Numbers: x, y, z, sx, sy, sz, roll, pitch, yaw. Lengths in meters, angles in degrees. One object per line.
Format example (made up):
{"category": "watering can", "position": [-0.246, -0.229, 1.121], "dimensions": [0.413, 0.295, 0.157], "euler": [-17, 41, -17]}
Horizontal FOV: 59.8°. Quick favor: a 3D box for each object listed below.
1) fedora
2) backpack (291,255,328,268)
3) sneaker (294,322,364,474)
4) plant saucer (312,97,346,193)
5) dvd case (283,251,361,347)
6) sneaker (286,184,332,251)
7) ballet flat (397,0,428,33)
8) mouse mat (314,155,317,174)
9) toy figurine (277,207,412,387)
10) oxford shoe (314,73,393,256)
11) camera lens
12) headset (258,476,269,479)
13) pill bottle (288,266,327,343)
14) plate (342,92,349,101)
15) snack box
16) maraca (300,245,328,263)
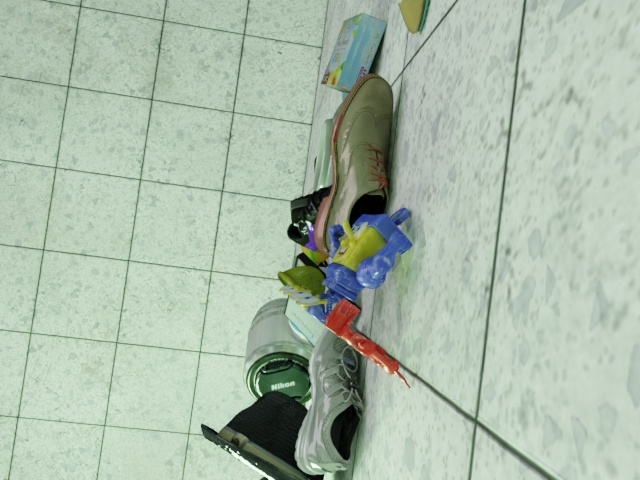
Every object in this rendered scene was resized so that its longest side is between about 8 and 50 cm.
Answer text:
{"category": "fedora", "position": [-0.079, 0.408, 1.138], "dimensions": [0.152, 0.334, 0.334], "euler": [-57, -4, -22]}
{"category": "backpack", "position": [-0.039, 0.123, 1.747], "dimensions": [0.182, 0.115, 0.152], "euler": [-85, 3, -46]}
{"category": "sneaker", "position": [0.043, 0.280, 1.010], "dimensions": [0.115, 0.105, 0.281], "euler": [-16, 56, 46]}
{"category": "plant saucer", "position": [0.045, -0.201, 1.441], "dimensions": [0.400, 0.100, 0.400], "euler": [-172, 90, -84]}
{"category": "dvd case", "position": [-0.005, 0.159, 1.242], "dimensions": [0.022, 0.180, 0.253], "euler": [-34, -24, -31]}
{"category": "sneaker", "position": [0.008, -0.066, 1.225], "dimensions": [0.293, 0.146, 0.102], "euler": [127, 154, -49]}
{"category": "ballet flat", "position": [0.148, -0.461, 0.908], "dimensions": [0.080, 0.073, 0.232], "euler": [-109, 27, -78]}
{"category": "mouse mat", "position": [0.018, -0.166, 1.628], "dimensions": [0.152, 0.007, 0.189], "euler": [-33, -50, -56]}
{"category": "toy figurine", "position": [0.073, 0.048, 0.864], "dimensions": [0.217, 0.191, 0.362], "euler": [-53, 10, -6]}
{"category": "oxford shoe", "position": [0.090, -0.126, 1.014], "dimensions": [0.130, 0.123, 0.348], "euler": [22, 104, 57]}
{"category": "camera lens", "position": [-0.104, 0.321, 1.595], "dimensions": [0.274, 0.219, 0.219], "euler": [-94, 13, -62]}
{"category": "headset", "position": [-0.116, 0.837, 1.672], "dimensions": [0.243, 0.185, 0.394], "euler": [-101, 34, -60]}
{"category": "pill bottle", "position": [-0.017, 0.175, 1.418], "dimensions": [0.221, 0.124, 0.124], "euler": [107, 169, -52]}
{"category": "plate", "position": [0.101, -0.460, 1.497], "dimensions": [0.188, 0.024, 0.188], "euler": [-164, 90, -79]}
{"category": "snack box", "position": [0.077, -0.456, 1.373], "dimensions": [0.207, 0.070, 0.174], "euler": [-122, 52, -69]}
{"category": "maraca", "position": [0.000, 0.000, 1.645], "dimensions": [0.186, 0.099, 0.127], "euler": [-33, -56, -67]}
